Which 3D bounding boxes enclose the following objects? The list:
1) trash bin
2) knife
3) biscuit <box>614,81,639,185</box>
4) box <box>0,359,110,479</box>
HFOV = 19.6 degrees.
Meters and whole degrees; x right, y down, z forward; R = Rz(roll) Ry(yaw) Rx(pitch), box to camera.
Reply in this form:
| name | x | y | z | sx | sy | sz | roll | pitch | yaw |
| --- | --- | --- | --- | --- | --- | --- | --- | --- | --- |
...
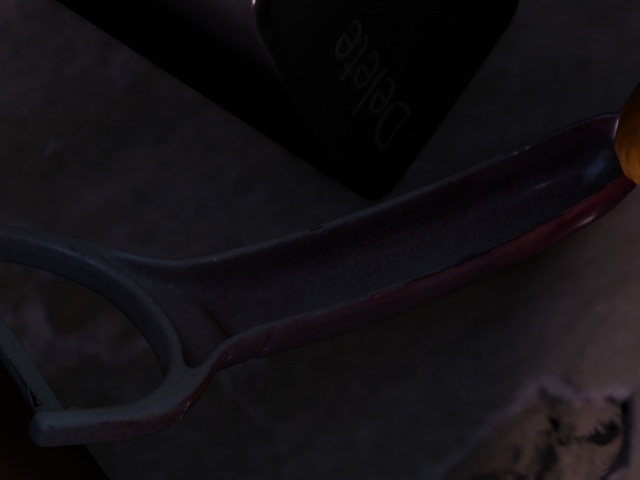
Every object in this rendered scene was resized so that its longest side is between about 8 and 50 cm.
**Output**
| name | x | y | z | sx | sy | sz | roll | pitch | yaw |
| --- | --- | --- | --- | --- | --- | --- | --- | --- | --- |
| trash bin | -0.056 | -0.136 | 0.734 | 0.225 | 0.165 | 0.115 | 29 | 79 | 27 |
| knife | 0.000 | 0.001 | 0.670 | 0.278 | 0.053 | 0.123 | -16 | 47 | -28 |
| biscuit | 0.202 | -0.067 | 0.623 | 0.220 | 0.220 | 0.066 | -34 | 104 | 0 |
| box | -0.216 | 0.170 | 0.612 | 0.339 | 0.239 | 0.229 | -37 | 60 | -1 |
